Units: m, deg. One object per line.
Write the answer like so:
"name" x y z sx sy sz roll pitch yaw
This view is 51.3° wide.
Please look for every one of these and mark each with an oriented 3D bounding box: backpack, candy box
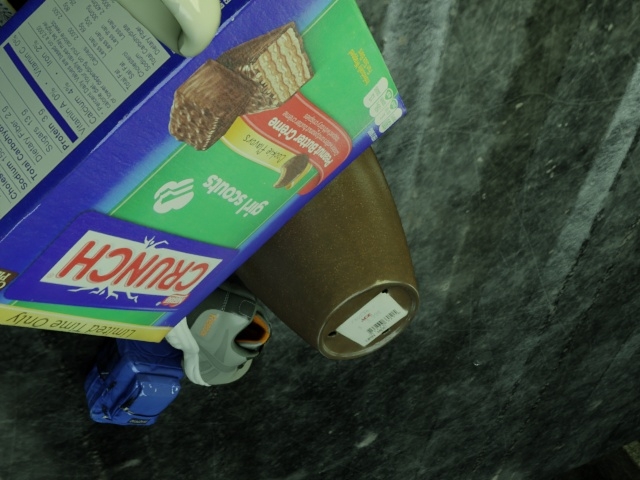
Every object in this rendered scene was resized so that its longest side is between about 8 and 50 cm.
"backpack" -0.237 0.181 0.831 0.098 0.101 0.120 24 120 -39
"candy box" -0.108 -0.072 0.498 0.317 0.122 0.268 -41 161 6

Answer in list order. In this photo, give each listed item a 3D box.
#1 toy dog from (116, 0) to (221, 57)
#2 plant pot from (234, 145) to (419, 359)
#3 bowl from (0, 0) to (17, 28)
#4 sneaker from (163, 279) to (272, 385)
"toy dog" -0.020 -0.344 0.267 0.408 0.395 0.284 -43 161 -10
"plant pot" 0.000 0.000 0.686 0.215 0.230 0.215 -18 140 -17
"bowl" -0.293 -0.137 0.468 0.170 0.080 0.170 -18 139 -16
"sneaker" -0.108 0.120 0.794 0.108 0.100 0.271 12 157 8
